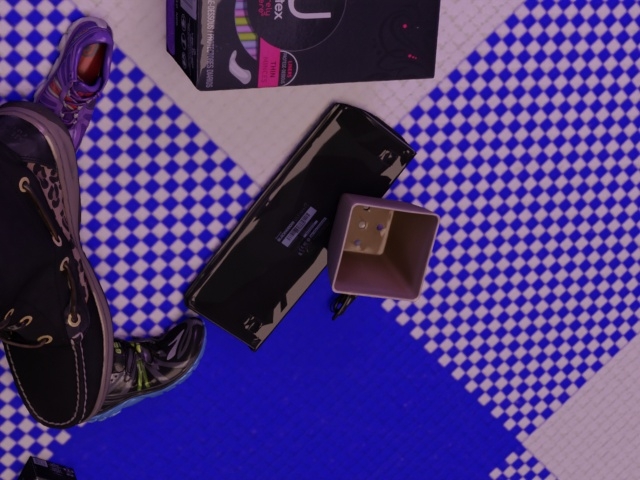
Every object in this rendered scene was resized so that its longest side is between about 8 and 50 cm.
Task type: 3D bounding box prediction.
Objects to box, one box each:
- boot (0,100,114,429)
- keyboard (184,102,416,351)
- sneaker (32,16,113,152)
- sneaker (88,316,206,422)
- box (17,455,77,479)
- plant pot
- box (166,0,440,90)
[{"bbox_3d":[-0.338,0.075,1.462,0.138,0.284,0.377,6,115,17],"label":"boot"},{"bbox_3d":[0.000,0.000,1.713,0.201,0.033,0.317,36,98,-25],"label":"keyboard"},{"bbox_3d":[-0.265,-0.155,1.517,0.068,0.071,0.170,12,110,-25],"label":"sneaker"},{"bbox_3d":[-0.218,0.145,1.675,0.188,0.067,0.078,-28,126,-3],"label":"sneaker"},{"bbox_3d":[-0.337,0.313,1.717,0.062,0.052,0.083,23,103,-27],"label":"box"},{"bbox_3d":[0.062,-0.001,1.660,0.109,0.096,0.109,7,108,-19],"label":"plant pot"},{"bbox_3d":[-0.019,-0.261,1.519,0.270,0.143,0.165,-6,116,-19],"label":"box"}]
